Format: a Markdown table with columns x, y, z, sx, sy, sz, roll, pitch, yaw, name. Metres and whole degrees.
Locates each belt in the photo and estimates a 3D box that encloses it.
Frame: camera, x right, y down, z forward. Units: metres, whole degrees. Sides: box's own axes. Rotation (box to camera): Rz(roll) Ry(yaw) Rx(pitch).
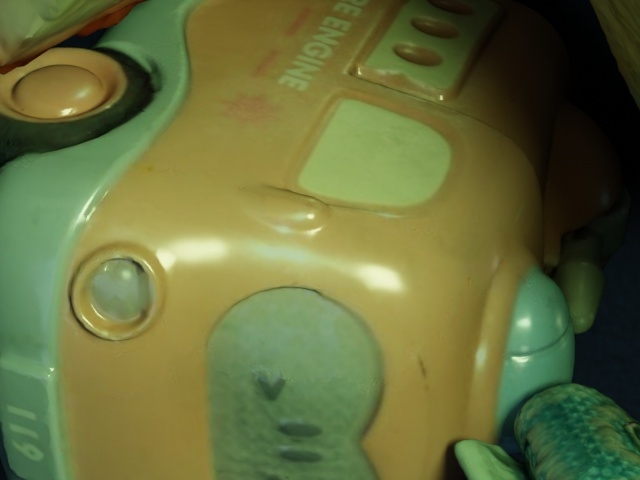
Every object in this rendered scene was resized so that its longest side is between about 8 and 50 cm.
| x | y | z | sx | sy | sz | roll | pitch | yaw | name |
| --- | --- | --- | --- | --- | --- | --- | --- | --- | --- |
| 0.173 | 0.135 | 0.666 | 0.302 | 0.072 | 0.087 | 22 | 119 | -31 | belt |

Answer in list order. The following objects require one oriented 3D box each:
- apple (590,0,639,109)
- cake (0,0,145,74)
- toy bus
| x | y | z | sx | sy | sz | roll | pitch | yaw | name |
| --- | --- | --- | --- | --- | --- | --- | --- | --- | --- |
| 0.232 | -0.006 | 0.524 | 0.314 | 0.252 | 0.309 | 1 | 153 | 31 | apple |
| -0.050 | -0.255 | 0.565 | 0.270 | 0.269 | 0.319 | 48 | 136 | 2 | cake |
| 0.000 | 0.000 | 0.703 | 0.232 | 0.288 | 0.194 | 12 | 128 | 13 | toy bus |
